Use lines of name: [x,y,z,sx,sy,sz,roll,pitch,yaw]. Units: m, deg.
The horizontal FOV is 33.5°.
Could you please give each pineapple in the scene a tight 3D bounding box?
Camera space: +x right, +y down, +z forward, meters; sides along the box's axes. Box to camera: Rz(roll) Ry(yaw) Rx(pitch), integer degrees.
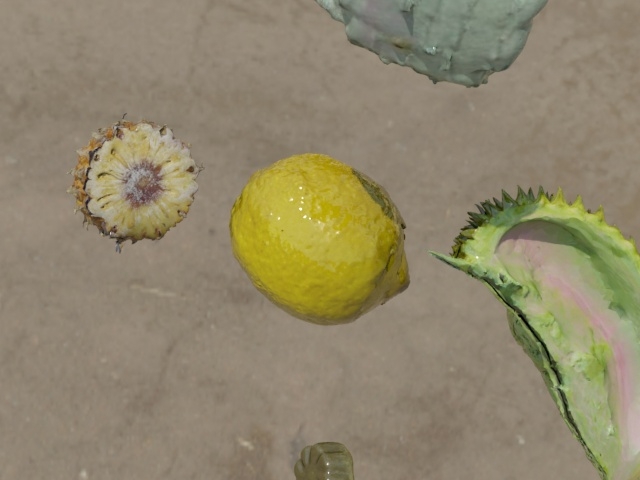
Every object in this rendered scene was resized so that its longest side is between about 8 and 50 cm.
pineapple: [-0.266,-0.083,1.432,0.176,0.161,0.137,-53,29,-11]

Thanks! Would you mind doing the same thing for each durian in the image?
durian: [0.269,0.093,1.105,0.352,0.158,0.169,57,36,-11]

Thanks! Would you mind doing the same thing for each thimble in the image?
thimble: [0.104,-0.255,0.852,0.172,0.250,0.205,22,-3,-4]

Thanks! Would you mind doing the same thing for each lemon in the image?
lemon: [-0.001,-0.003,1.142,0.180,0.180,0.193,-29,92,-40]

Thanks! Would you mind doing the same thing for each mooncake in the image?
mooncake: [-0.106,0.259,0.940,0.057,0.347,0.150,31,23,-39]
